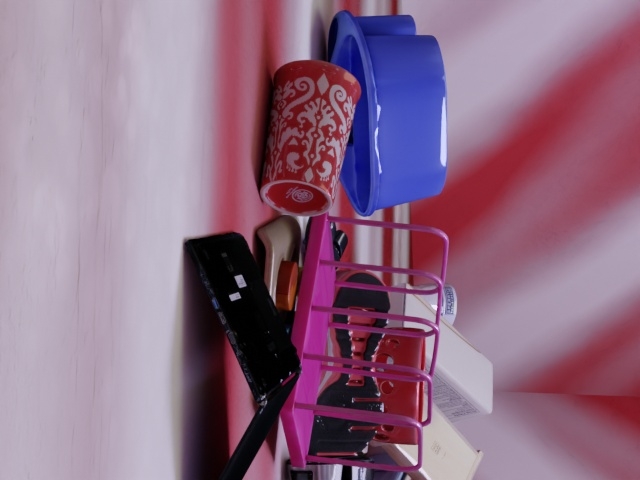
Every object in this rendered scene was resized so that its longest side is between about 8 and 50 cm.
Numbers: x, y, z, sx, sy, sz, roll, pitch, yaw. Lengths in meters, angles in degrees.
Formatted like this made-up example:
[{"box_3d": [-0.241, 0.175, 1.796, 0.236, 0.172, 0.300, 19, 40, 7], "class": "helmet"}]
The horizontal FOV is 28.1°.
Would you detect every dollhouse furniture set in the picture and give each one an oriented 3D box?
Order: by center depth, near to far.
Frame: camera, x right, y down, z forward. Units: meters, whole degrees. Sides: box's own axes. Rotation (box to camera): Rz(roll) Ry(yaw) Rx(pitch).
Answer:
[{"box_3d": [0.084, 0.422, 2.284, 0.198, 0.303, 0.286, 48, 51, -19], "class": "dollhouse furniture set"}]

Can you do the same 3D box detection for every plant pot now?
[{"box_3d": [0.083, 0.236, 2.092, 0.191, 0.174, 0.191, 0, 90, -82], "class": "plant pot"}]

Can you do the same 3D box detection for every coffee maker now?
[{"box_3d": [0.020, 0.395, 1.822, 0.171, 0.120, 0.178, 26, 64, -69], "class": "coffee maker"}]

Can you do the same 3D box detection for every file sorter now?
[{"box_3d": [0.064, 0.137, 1.682, 0.202, 0.182, 0.290, 84, 14, -60], "class": "file sorter"}]

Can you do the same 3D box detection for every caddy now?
[{"box_3d": [0.085, -0.207, 2.068, 0.241, 0.179, 0.341, -123, -154, -59], "class": "caddy"}]

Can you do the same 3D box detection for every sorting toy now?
[{"box_3d": [-0.038, 0.083, 1.689, 0.307, 0.041, 0.229, -40, 131, -79], "class": "sorting toy"}]

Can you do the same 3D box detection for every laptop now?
[{"box_3d": [-0.108, 0.139, 1.313, 0.234, 0.137, 0.264, -17, 83, -82], "class": "laptop"}]

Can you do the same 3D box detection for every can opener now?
[{"box_3d": [0.000, 0.000, 1.879, 0.186, 0.059, 0.073, 74, 36, -70], "class": "can opener"}]

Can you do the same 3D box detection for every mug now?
[{"box_3d": [-0.013, -0.115, 1.607, 0.150, 0.113, 0.169, 73, 23, -60], "class": "mug"}]

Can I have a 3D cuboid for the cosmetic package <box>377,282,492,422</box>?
[{"box_3d": [0.168, 0.214, 2.307, 0.309, 0.160, 0.113, 42, 42, -41], "class": "cosmetic package"}]

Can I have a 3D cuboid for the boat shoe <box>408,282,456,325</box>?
[{"box_3d": [0.120, 0.172, 2.529, 0.367, 0.157, 0.135, 141, -48, -61], "class": "boat shoe"}]

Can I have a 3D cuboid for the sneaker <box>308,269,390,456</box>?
[{"box_3d": [0.027, 0.192, 1.935, 0.136, 0.116, 0.313, -160, -99, -67], "class": "sneaker"}]
